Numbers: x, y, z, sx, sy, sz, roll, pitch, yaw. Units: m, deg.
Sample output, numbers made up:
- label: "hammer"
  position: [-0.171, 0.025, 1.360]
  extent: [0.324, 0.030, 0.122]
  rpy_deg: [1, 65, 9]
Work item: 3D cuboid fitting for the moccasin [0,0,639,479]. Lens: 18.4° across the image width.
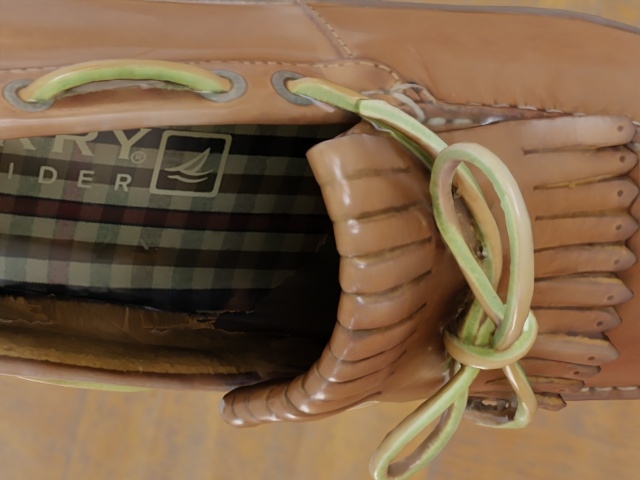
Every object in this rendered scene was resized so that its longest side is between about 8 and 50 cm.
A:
- label: "moccasin"
  position: [0.001, -0.003, 0.576]
  extent: [0.147, 0.380, 0.139]
  rpy_deg: [-101, 28, -52]
